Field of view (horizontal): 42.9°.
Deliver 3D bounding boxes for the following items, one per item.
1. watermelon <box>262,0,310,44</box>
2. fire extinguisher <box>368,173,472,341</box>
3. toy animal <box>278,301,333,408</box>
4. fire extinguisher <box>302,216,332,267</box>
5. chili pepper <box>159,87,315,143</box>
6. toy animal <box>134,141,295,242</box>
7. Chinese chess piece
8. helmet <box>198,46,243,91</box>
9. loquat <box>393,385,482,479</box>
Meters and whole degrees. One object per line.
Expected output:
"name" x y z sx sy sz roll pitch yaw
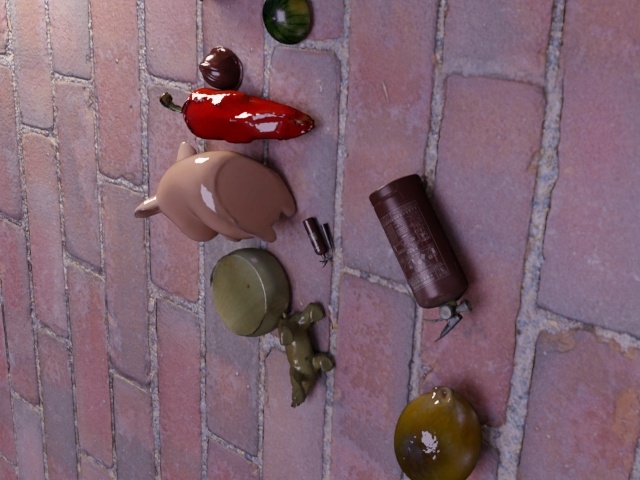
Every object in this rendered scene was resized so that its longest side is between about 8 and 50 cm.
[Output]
"watermelon" -0.070 -0.410 1.493 0.105 0.062 0.105 21 120 42
"fire extinguisher" 0.173 0.030 1.365 0.105 0.105 0.269 -32 79 44
"toy animal" -0.041 0.237 1.649 0.101 0.103 0.218 1 106 63
"fire extinguisher" 0.003 -0.001 1.574 0.046 0.032 0.100 -26 83 10
"chili pepper" -0.169 -0.246 1.610 0.387 0.110 0.110 12 110 39
"toy animal" -0.206 -0.089 1.647 0.213 0.195 0.256 44 148 -27
"Chinese chess piece" -0.147 0.109 1.710 0.188 0.083 0.188 12 107 43
"helmet" -0.215 -0.345 1.654 0.111 0.057 0.089 33 125 33
"loquat" 0.202 0.337 1.399 0.152 0.152 0.195 26 127 36
